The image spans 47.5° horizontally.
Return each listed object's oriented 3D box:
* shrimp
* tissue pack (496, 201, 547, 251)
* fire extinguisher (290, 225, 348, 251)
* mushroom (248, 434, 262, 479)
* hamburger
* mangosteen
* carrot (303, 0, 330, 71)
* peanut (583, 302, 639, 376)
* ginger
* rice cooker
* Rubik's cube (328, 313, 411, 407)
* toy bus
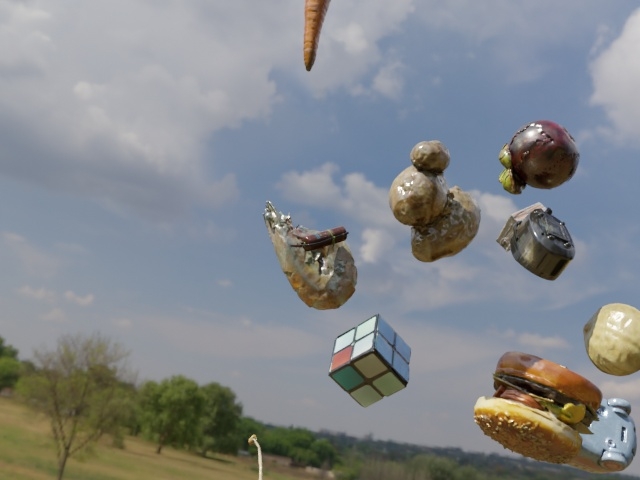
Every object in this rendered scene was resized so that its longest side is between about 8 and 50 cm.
[{"bbox_3d":[-0.026,0.020,1.709,0.164,0.316,0.062,-28,-19,-16],"label":"shrimp"},{"bbox_3d":[0.622,-0.043,2.232,0.155,0.065,0.115,-23,-32,-37],"label":"tissue pack"},{"bbox_3d":[0.000,0.000,1.654,0.132,0.039,0.056,-16,13,-35],"label":"fire extinguisher"},{"bbox_3d":[-0.155,0.622,1.824,0.028,0.286,0.026,-16,-38,6],"label":"mushroom"},{"bbox_3d":[0.525,0.415,1.776,0.291,0.225,0.291,25,-16,7],"label":"hamburger"},{"bbox_3d":[0.467,-0.178,1.584,0.180,0.166,0.166,-28,-31,19],"label":"mangosteen"},{"bbox_3d":[-0.011,-0.460,1.482,0.061,0.256,0.061,11,-12,2],"label":"carrot"},{"bbox_3d":[0.585,0.195,1.439,0.109,0.140,0.159,34,-8,-14],"label":"peanut"},{"bbox_3d":[0.276,-0.091,1.785,0.155,0.244,0.304,20,-29,47],"label":"ginger"},{"bbox_3d":[0.461,0.008,1.509,0.112,0.165,0.106,20,-50,-13],"label":"rice cooker"},{"bbox_3d":[0.149,0.359,2.164,0.180,0.183,0.167,-33,-70,27],"label":"Rubik's cube"},{"bbox_3d":[0.732,0.550,2.069,0.294,0.197,0.231,21,-35,1],"label":"toy bus"}]
